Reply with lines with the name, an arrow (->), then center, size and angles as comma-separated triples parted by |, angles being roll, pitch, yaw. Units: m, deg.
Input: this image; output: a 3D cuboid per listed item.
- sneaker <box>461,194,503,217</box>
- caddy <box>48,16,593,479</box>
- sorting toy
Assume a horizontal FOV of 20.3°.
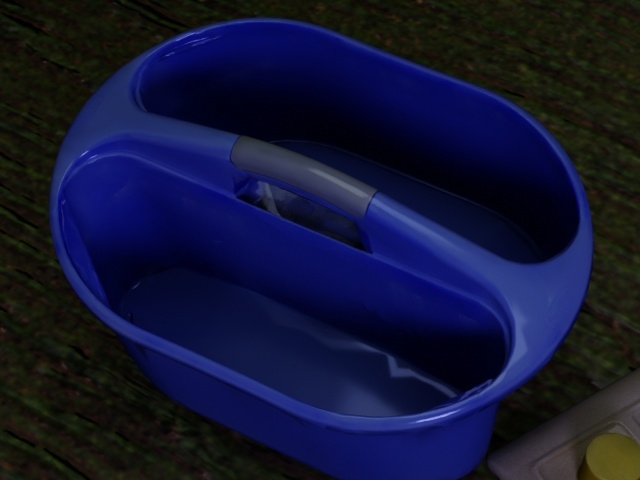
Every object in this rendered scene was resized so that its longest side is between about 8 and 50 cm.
sneaker -> 0.107, -0.018, 1.222 | 0.135, 0.058, 0.052 | -25, 53, -19
caddy -> 0.000, 0.000, 1.097 | 0.341, 0.179, 0.241 | 22, 66, 19
sorting toy -> 0.225, 0.151, 1.081 | 0.347, 0.047, 0.196 | -27, 54, -21
